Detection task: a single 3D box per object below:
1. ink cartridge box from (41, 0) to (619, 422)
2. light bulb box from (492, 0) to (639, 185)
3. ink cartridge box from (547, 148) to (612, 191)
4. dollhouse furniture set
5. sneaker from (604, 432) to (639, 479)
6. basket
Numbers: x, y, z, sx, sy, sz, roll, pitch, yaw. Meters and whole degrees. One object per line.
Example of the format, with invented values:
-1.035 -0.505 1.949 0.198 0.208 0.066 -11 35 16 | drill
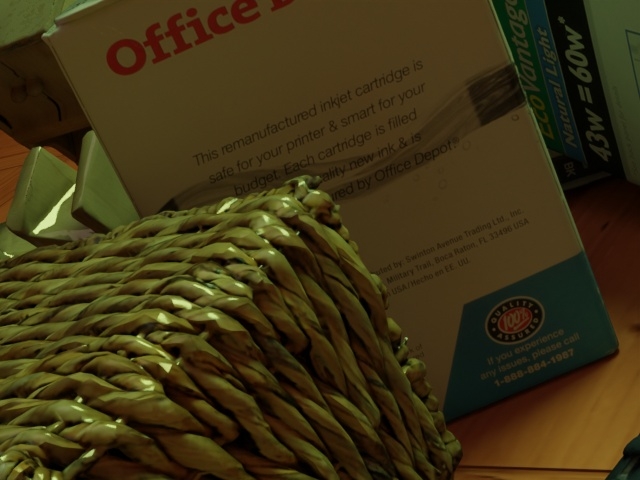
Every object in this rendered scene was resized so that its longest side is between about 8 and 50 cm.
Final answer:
0.013 -0.043 0.691 0.223 0.307 0.129 -23 20 5 | ink cartridge box
0.326 -0.202 0.767 0.358 0.225 0.361 -31 32 -17 | light bulb box
0.262 -0.119 0.972 0.208 0.045 0.206 -18 22 11 | ink cartridge box
-0.226 0.018 0.979 0.362 0.256 0.394 -12 56 34 | dollhouse furniture set
0.163 0.067 0.457 0.319 0.131 0.112 -41 19 -9 | sneaker
-0.113 0.132 0.539 0.299 0.213 0.223 -12 23 35 | basket
